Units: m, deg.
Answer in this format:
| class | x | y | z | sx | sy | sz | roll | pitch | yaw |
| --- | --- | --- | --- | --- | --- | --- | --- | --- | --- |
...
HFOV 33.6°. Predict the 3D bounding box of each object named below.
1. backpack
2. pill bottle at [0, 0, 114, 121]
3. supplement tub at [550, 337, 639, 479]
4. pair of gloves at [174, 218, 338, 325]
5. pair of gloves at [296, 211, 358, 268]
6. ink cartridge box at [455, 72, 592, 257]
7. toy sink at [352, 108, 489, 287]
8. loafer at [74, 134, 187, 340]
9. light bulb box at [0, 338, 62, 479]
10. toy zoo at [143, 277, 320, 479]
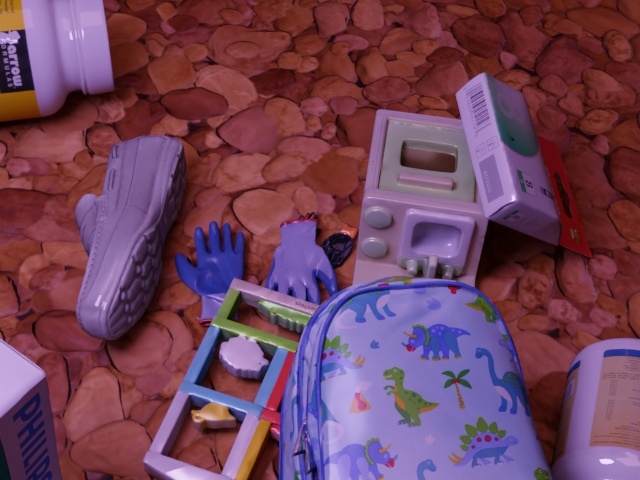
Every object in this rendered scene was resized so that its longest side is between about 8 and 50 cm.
| class | x | y | z | sx | sy | sz | roll | pitch | yaw |
| --- | --- | --- | --- | --- | --- | --- | --- | --- | --- |
| backpack | 0.090 | 0.210 | 1.015 | 0.290 | 0.273 | 0.356 | -4 | 45 | -3 |
| pill bottle | -0.451 | -0.250 | 1.411 | 0.333 | 0.188 | 0.188 | -9 | 50 | -11 |
| supplement tub | 0.314 | 0.217 | 1.088 | 0.144 | 0.144 | 0.200 | 15 | 50 | 9 |
| pair of gloves | -0.079 | 0.039 | 1.294 | 0.198 | 0.023 | 0.159 | -4 | 52 | -1 |
| pair of gloves | 0.000 | 0.000 | 1.341 | 0.083 | 0.010 | 0.074 | 21 | 57 | 13 |
| ink cartridge box | 0.268 | -0.088 | 1.304 | 0.224 | 0.056 | 0.181 | 16 | 53 | -40 |
| toy sink | 0.126 | -0.036 | 1.302 | 0.152 | 0.131 | 0.234 | 8 | 49 | 4 |
| loafer | -0.244 | -0.010 | 1.278 | 0.111 | 0.112 | 0.319 | 4 | 41 | 6 |
| light bulb box | -0.410 | 0.256 | 0.867 | 0.225 | 0.358 | 0.361 | 32 | 55 | 17 |
| toy zoo | -0.063 | 0.189 | 1.151 | 0.192 | 0.030 | 0.293 | 17 | 55 | 9 |
